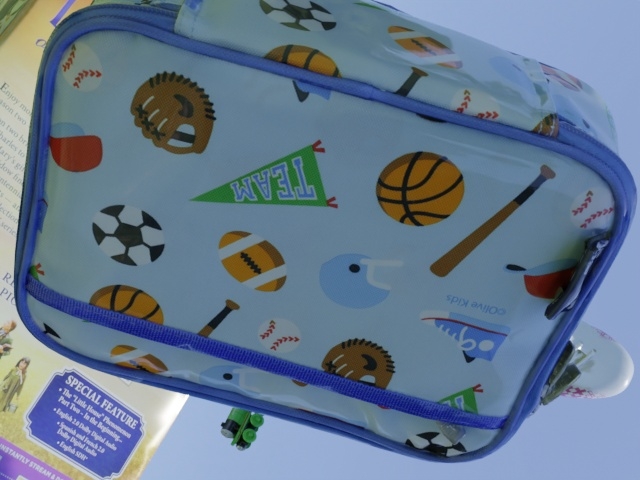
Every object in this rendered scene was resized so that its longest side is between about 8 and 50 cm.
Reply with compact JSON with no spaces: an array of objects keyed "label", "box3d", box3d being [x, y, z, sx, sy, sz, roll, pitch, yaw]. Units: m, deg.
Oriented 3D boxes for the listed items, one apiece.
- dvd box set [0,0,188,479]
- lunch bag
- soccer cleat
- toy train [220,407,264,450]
[{"label":"dvd box set","box3d":[-0.209,0.045,0.686,0.062,0.307,0.420,10,-117,44]},{"label":"lunch bag","box3d":[0.000,0.000,0.490,0.115,0.303,0.243,-79,-172,-56]},{"label":"soccer cleat","box3d":[0.302,0.140,1.323,0.143,0.331,0.116,107,5,-79]},{"label":"toy train","box3d":[-0.040,0.099,0.604,0.083,0.024,0.017,-62,-176,-38]}]
